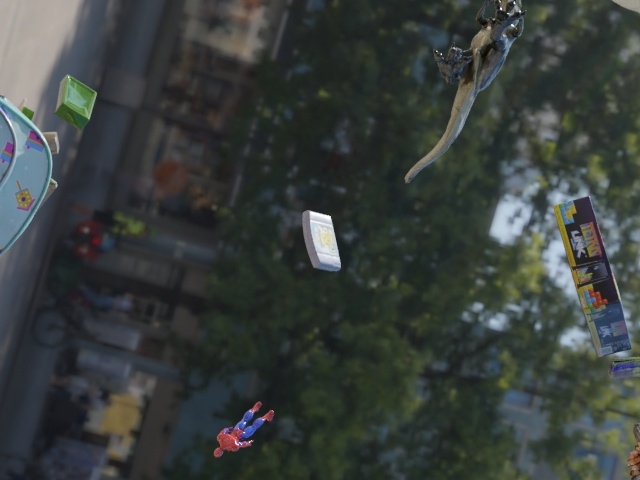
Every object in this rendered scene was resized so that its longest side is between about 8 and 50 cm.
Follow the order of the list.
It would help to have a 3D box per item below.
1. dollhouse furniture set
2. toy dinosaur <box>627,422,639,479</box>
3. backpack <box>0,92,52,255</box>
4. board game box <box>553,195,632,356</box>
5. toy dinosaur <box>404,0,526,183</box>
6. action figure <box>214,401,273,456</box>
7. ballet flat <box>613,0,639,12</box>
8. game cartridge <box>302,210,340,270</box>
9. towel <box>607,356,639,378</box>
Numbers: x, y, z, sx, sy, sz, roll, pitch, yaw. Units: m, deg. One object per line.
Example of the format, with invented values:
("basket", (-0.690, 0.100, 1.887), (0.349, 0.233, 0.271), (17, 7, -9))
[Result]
("dollhouse furniture set", (-0.295, -0.099, 1.347), (0.152, 0.076, 0.059), (-47, -154, 26))
("toy dinosaur", (0.529, 0.377, 1.988), (0.164, 0.322, 0.218), (-35, -115, 23))
("backpack", (-0.324, -0.066, 1.095), (0.144, 0.188, 0.166), (8, -114, 59))
("board game box", (0.330, 0.046, 1.563), (0.170, 0.048, 0.141), (54, 24, -61))
("toy dinosaur", (0.161, -0.187, 1.349), (0.268, 0.064, 0.118), (-60, 167, -16))
("action figure", (-0.107, 0.258, 1.736), (0.115, 0.038, 0.030), (-34, 157, -52))
("ballet flat", (0.459, -0.335, 1.677), (0.116, 0.342, 0.124), (111, 1, -63))
("game cartridge", (0.000, 0.000, 1.787), (0.017, 0.056, 0.083), (-27, -114, 37))
("towel", (0.406, 0.165, 1.680), (0.083, 0.060, 0.009), (68, 18, -70))
